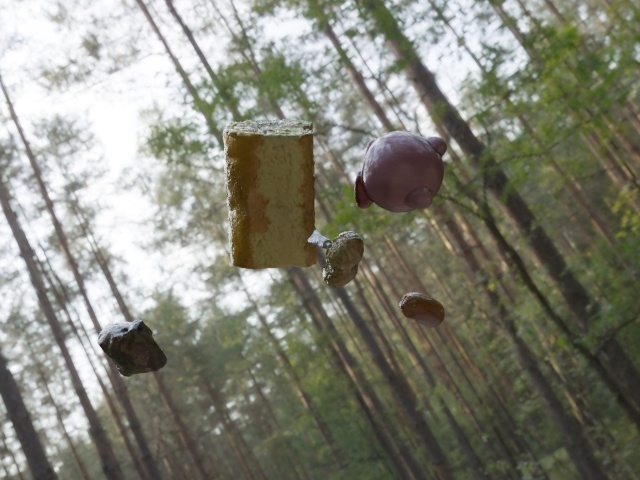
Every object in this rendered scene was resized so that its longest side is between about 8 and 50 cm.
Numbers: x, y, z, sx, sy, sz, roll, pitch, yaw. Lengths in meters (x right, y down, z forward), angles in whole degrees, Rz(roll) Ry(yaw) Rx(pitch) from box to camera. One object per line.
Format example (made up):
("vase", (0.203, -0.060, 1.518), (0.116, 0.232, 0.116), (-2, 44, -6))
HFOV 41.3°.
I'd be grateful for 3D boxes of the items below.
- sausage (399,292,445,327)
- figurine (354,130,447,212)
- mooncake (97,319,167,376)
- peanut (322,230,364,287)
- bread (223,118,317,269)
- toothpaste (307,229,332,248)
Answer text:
("sausage", (0.211, 0.141, 1.735), (0.054, 0.062, 0.183), (-23, -25, 22))
("figurine", (0.167, -0.139, 1.720), (0.173, 0.173, 0.173), (-27, -19, -10))
("mooncake", (-0.403, 0.234, 1.815), (0.125, 0.130, 0.073), (-10, 34, 36))
("peanut", (0.052, 0.050, 2.043), (0.089, 0.089, 0.192), (-21, -31, -24))
("bread", (-0.128, -0.112, 2.160), (0.237, 0.375, 0.165), (-2, 22, 1))
("toothpaste", (0.000, 0.000, 1.575), (0.019, 0.083, 0.027), (39, -96, -29))
